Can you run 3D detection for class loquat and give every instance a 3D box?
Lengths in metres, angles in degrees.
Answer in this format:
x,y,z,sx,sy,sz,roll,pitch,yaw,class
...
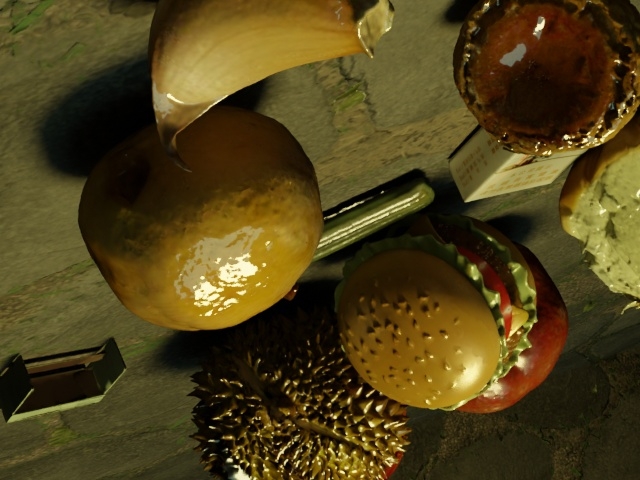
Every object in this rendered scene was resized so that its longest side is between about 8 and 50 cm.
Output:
x,y,z,sx,sy,sz,roll,pitch,yaw,class
-0.107,-0.024,1.079,0.238,0.193,0.238,-20,139,-18,loquat

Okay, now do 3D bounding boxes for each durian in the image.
x,y,z,sx,sy,sz,roll,pitch,yaw,class
-0.030,0.260,1.808,0.347,0.348,0.384,-24,172,2,durian

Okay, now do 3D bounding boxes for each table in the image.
x,y,z,sx,sy,sz,roll,pitch,yaw,class
-0.376,0.206,1.631,0.146,0.062,0.175,-8,154,-40,table

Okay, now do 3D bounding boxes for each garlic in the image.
x,y,z,sx,sy,sz,roll,pitch,yaw,class
-0.054,-0.166,0.865,0.206,0.128,0.115,-28,-154,26,garlic

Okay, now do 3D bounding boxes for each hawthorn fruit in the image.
x,y,z,sx,sy,sz,roll,pitch,yaw,class
0.266,0.137,1.899,0.295,0.295,0.311,-34,160,31,hawthorn fruit

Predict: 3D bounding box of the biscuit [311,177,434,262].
x,y,z,sx,sy,sz,roll,pitch,yaw,class
0.000,0.000,1.534,0.322,0.038,0.099,-26,165,8,biscuit

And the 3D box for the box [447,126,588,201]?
x,y,z,sx,sy,sz,roll,pitch,yaw,class
0.275,-0.137,1.423,0.149,0.067,0.233,-16,162,-30,box

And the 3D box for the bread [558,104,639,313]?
x,y,z,sx,sy,sz,roll,pitch,yaw,class
0.455,-0.085,1.511,0.250,0.225,0.279,-38,169,-36,bread

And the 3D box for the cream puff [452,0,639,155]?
x,y,z,sx,sy,sz,roll,pitch,yaw,class
0.235,-0.182,1.137,0.183,0.183,0.169,-34,-177,32,cream puff

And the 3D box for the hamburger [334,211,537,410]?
x,y,z,sx,sy,sz,roll,pitch,yaw,class
0.148,0.105,1.607,0.274,0.274,0.212,-38,178,40,hamburger
